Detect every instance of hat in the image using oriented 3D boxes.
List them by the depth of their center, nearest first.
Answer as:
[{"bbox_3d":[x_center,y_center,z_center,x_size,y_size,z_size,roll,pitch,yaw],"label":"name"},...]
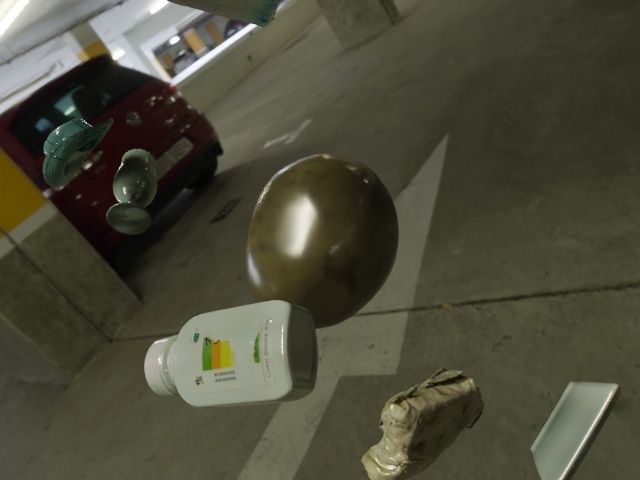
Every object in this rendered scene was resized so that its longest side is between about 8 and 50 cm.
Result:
[{"bbox_3d":[-0.508,-0.198,1.083,0.191,0.078,0.138,-43,13,18],"label":"hat"}]

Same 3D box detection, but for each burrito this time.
[{"bbox_3d":[0.194,0.304,0.922,0.107,0.347,0.175,42,112,30],"label":"burrito"}]

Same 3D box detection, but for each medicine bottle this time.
[{"bbox_3d":[-0.155,0.199,0.909,0.296,0.111,0.161,-13,67,28],"label":"medicine bottle"}]

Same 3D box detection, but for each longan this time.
[{"bbox_3d":[0.000,0.000,1.203,0.404,0.336,0.405,-42,34,38],"label":"longan"}]

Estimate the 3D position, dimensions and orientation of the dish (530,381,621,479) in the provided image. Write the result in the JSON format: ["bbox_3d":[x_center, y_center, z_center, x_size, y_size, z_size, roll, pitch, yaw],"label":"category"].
[{"bbox_3d":[0.376,0.312,0.826,0.064,0.154,0.234,29,87,34],"label":"dish"}]

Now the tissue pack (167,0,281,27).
[{"bbox_3d":[-0.176,-0.418,0.763,0.201,0.271,0.124,174,105,-73],"label":"tissue pack"}]

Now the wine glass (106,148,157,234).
[{"bbox_3d":[-0.404,-0.112,1.162,0.093,0.093,0.202,-28,44,16],"label":"wine glass"}]
